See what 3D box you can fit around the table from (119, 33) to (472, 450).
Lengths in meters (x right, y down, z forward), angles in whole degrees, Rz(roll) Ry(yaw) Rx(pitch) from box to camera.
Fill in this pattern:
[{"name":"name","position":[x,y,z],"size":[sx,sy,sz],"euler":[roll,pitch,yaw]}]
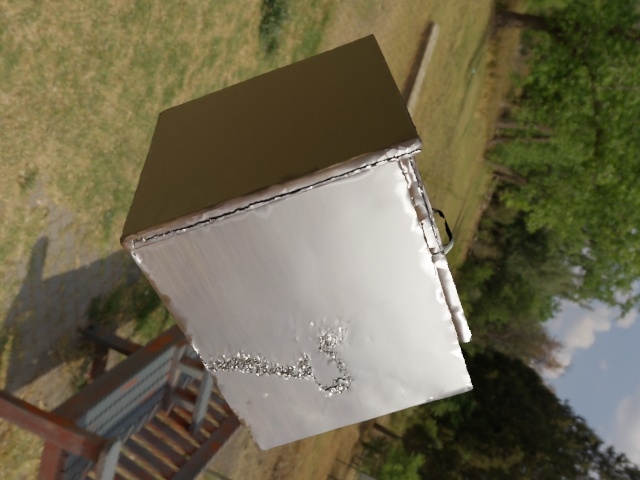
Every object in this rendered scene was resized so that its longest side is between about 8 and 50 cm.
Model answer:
[{"name":"table","position":[0.000,0.000,0.461],"size":[0.169,0.172,0.193],"euler":[-96,166,-56]}]
